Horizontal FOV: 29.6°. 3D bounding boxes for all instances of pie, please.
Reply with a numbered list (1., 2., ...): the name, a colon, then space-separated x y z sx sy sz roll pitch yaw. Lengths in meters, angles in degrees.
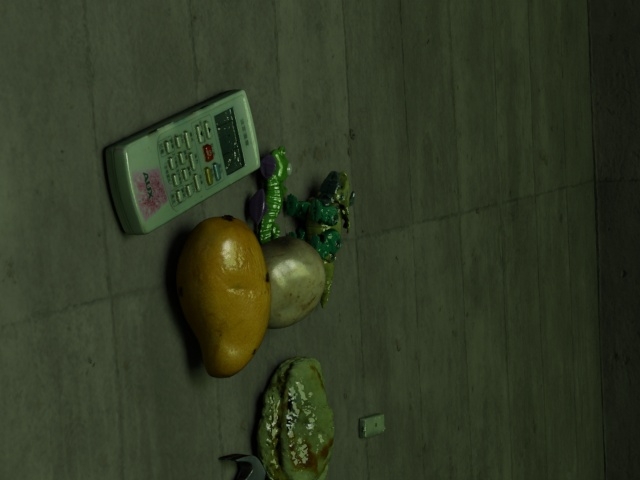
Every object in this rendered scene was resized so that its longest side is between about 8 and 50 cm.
1. pie: -0.035 0.331 2.153 0.201 0.090 0.248 5 82 -58

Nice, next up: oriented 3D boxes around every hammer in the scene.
1. hammer: -0.169 0.470 1.979 0.290 0.037 0.137 -56 136 -43

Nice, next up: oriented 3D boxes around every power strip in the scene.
1. power strip: 0.104 0.376 2.456 0.090 0.016 0.040 -2 92 -58

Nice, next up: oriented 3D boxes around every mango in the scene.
1. mango: -0.155 0.086 1.924 0.157 0.109 0.262 -13 111 -39

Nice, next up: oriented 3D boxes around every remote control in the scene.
1. remote control: -0.209 -0.128 1.900 0.344 0.050 0.145 -38 122 -53

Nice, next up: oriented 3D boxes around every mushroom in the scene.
1. mushroom: -0.072 0.071 2.058 0.166 0.127 0.166 -13 120 -25

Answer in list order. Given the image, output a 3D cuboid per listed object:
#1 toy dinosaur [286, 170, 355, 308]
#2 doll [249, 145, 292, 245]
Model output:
1. toy dinosaur: 0.000 0.000 2.222 0.153 0.094 0.259 -1 99 -55
2. doll: -0.084 -0.072 2.111 0.115 0.050 0.190 16 82 -67
